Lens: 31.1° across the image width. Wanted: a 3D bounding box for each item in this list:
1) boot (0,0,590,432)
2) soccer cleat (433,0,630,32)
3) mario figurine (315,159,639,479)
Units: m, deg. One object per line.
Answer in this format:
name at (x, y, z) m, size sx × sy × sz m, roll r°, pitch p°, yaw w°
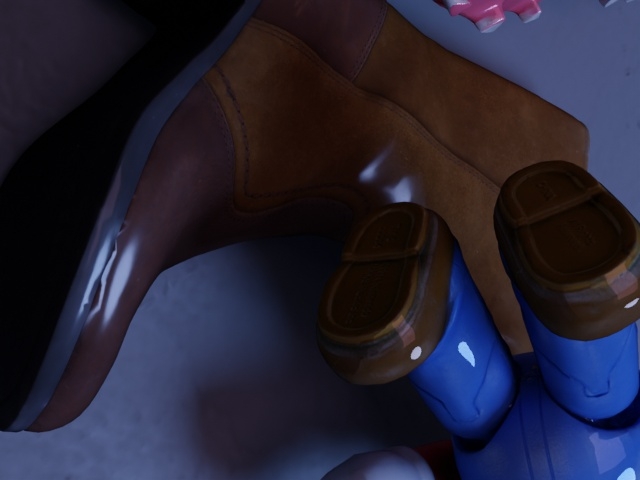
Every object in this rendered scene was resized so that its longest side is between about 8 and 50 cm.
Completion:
boot at (0.000, 0.000, 0.540) m, size 0.280 × 0.096 × 0.264 m, roll 32°, pitch 66°, yaw -36°
soccer cleat at (0.113, -0.166, 0.578) m, size 0.248 × 0.083 × 0.095 m, roll -17°, pitch 79°, yaw -49°
mario figurine at (0.123, 0.127, 0.513) m, size 0.170 × 0.198 × 0.320 m, roll -51°, pitch 131°, yaw -23°
